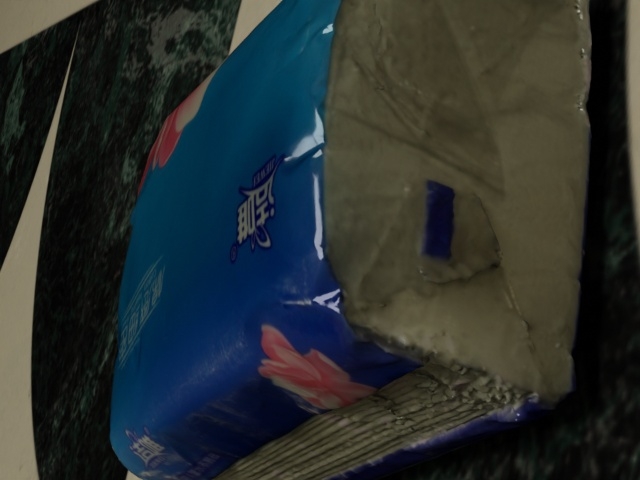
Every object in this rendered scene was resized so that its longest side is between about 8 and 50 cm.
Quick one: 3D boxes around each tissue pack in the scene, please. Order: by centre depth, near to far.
[{"bbox_3d":[0.000,0.000,0.758,0.269,0.137,0.209,-32,48,58],"label":"tissue pack"}]
